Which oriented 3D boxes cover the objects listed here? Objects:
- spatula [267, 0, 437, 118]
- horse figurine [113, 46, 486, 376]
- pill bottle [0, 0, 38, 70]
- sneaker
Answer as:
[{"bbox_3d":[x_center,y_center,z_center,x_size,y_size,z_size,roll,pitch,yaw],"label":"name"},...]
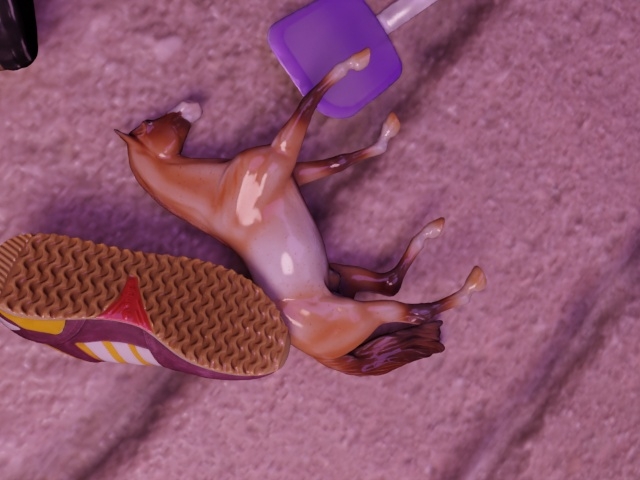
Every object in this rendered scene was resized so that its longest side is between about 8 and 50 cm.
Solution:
[{"bbox_3d":[0.093,-0.195,0.511,0.296,0.030,0.084,-37,101,-13],"label":"spatula"},{"bbox_3d":[0.000,0.000,0.464,0.174,0.066,0.263,-30,105,-1],"label":"horse figurine"},{"bbox_3d":[-0.277,-0.143,0.358,0.219,0.123,0.123,-10,93,-14],"label":"pill bottle"},{"bbox_3d":[-0.112,0.048,0.430,0.185,0.084,0.070,19,63,-11],"label":"sneaker"}]
